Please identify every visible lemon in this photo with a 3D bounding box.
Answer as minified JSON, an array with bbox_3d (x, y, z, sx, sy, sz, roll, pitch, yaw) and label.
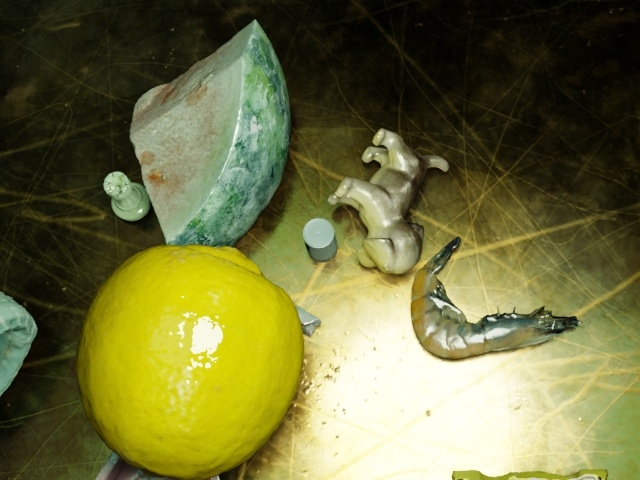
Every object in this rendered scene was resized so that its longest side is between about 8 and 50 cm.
[{"bbox_3d":[-0.189,0.170,1.346,0.348,0.348,0.348,-1,73,4],"label":"lemon"}]

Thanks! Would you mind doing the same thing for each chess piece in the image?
[{"bbox_3d":[-0.323,-0.077,1.543,0.067,0.103,0.067,-1,73,4],"label":"chess piece"}]

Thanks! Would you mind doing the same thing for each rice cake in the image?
[{"bbox_3d":[-0.095,0.098,1.509,0.208,0.033,0.033,25,67,10],"label":"rice cake"}]

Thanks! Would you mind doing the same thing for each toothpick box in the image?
[{"bbox_3d":[0.000,0.000,1.502,0.052,0.083,0.052,-1,73,5],"label":"toothpick box"}]

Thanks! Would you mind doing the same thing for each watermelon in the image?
[{"bbox_3d":[-0.190,-0.171,1.514,0.258,0.228,0.387,17,84,18],"label":"watermelon"}]

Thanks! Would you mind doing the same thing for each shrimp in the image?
[{"bbox_3d":[0.270,0.082,1.474,0.262,0.051,0.198,-7,72,6],"label":"shrimp"}]

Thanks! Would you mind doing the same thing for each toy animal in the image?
[{"bbox_3d":[0.103,-0.062,1.501,0.169,0.121,0.233,24,66,-5],"label":"toy animal"}]

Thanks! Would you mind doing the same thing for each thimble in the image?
[{"bbox_3d":[-0.559,0.166,1.447,0.143,0.198,0.235,31,50,15],"label":"thimble"}]

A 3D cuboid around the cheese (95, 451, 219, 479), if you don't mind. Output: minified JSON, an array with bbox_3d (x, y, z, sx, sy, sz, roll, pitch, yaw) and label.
[{"bbox_3d":[-0.207,0.407,1.404,0.286,0.074,0.189,26,78,8],"label":"cheese"}]

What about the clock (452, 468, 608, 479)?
[{"bbox_3d":[0.305,0.453,1.307,0.277,0.071,0.293,2,41,12],"label":"clock"}]
